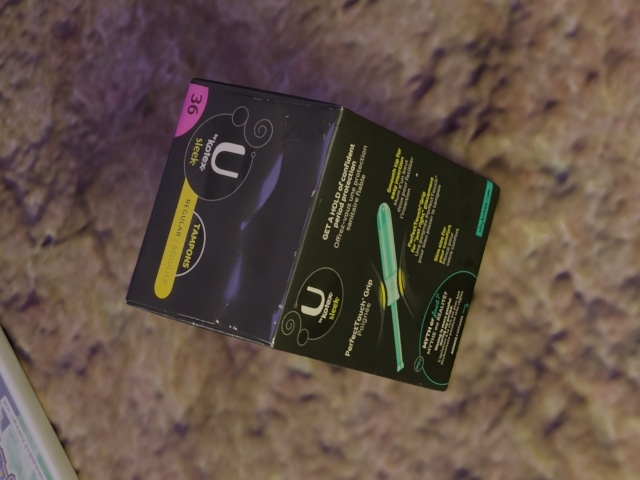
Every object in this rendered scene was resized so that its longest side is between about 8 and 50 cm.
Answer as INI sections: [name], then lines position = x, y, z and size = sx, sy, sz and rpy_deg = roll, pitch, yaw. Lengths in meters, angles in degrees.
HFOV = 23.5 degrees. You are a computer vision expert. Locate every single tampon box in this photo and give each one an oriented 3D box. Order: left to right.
[tampon box]
position = 0.000, 0.000, 0.798
size = 0.101, 0.161, 0.120
rpy_deg = 14, 86, 37

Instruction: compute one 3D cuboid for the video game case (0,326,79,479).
[video game case]
position = -0.236, 0.181, 1.005
size = 0.183, 0.023, 0.201
rpy_deg = -46, 57, 17
